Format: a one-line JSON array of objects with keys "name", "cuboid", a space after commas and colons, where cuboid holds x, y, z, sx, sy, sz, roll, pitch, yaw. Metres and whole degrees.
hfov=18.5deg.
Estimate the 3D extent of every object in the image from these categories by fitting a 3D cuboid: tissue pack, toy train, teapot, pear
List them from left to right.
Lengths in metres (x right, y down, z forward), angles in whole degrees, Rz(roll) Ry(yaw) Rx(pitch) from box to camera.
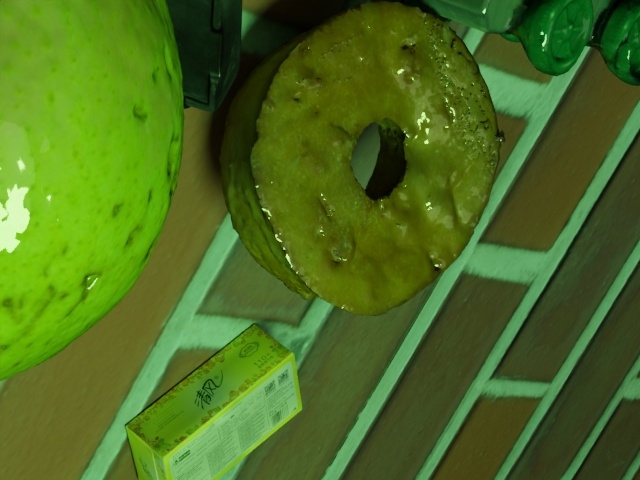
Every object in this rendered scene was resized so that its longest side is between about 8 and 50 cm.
[{"name": "pear", "cuboid": [-0.254, -0.103, 1.144, 0.391, 0.391, 0.391, -35, 146, -29]}, {"name": "teapot", "cuboid": [-0.099, -0.183, 1.554, 0.096, 0.087, 0.177, -58, 161, -44]}, {"name": "tissue pack", "cuboid": [-0.104, 0.174, 1.938, 0.176, 0.062, 0.095, -38, 145, -24]}, {"name": "toy train", "cuboid": [0.222, -0.291, 1.812, 0.429, 0.178, 0.249, -2, 112, -54]}]

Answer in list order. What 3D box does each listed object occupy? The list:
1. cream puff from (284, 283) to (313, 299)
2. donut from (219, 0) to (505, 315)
[{"name": "cream puff", "cuboid": [0.000, 0.000, 1.848, 0.094, 0.122, 0.116, 40, 43, -64]}, {"name": "donut", "cuboid": [0.028, -0.072, 1.727, 0.277, 0.108, 0.278, -1, 92, -36]}]
